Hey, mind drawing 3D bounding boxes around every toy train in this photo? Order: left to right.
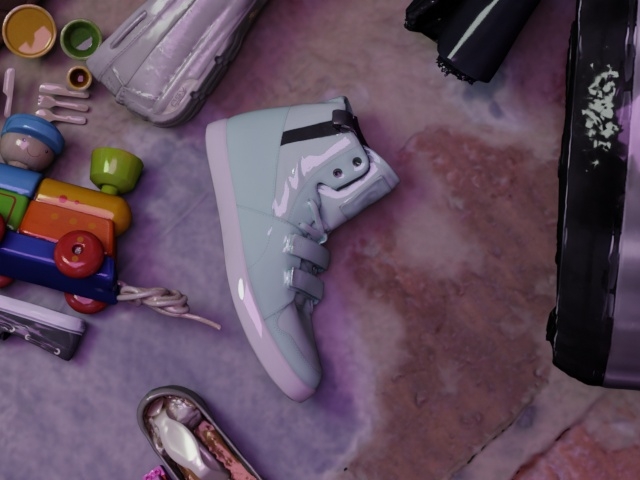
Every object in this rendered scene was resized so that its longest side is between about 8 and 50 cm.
[{"bbox_3d":[-0.186,-0.016,1.332,0.248,0.105,0.143,14,67,3],"label":"toy train"}]

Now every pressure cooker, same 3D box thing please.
[{"bbox_3d":[0.382,-0.062,1.109,0.420,0.370,0.376,5,78,8],"label":"pressure cooker"}]

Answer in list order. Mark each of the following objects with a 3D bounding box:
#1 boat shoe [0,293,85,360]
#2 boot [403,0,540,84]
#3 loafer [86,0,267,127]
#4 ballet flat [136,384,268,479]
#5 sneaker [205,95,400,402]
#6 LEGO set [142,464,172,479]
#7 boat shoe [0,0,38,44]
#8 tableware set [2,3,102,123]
[{"bbox_3d":[-0.277,0.069,1.349,0.142,0.049,0.040,15,85,8],"label":"boat shoe"},{"bbox_3d":[0.139,-0.268,1.300,0.207,0.094,0.246,-51,35,25],"label":"boot"},{"bbox_3d":[-0.083,-0.249,1.333,0.111,0.112,0.319,35,89,3],"label":"loafer"},{"bbox_3d":[-0.082,0.211,1.289,0.072,0.068,0.213,-41,79,1],"label":"ballet flat"},{"bbox_3d":[0.000,-0.001,1.290,0.151,0.094,0.256,-16,78,12],"label":"sneaker"},{"bbox_3d":[-0.116,0.305,1.268,0.087,0.093,0.227,-35,79,2],"label":"LEGO set"},{"bbox_3d":[-0.287,-0.259,1.387,0.257,0.095,0.095,-41,37,12],"label":"boat shoe"},{"bbox_3d":[-0.274,-0.159,1.361,0.154,0.024,0.104,8,97,-8],"label":"tableware set"}]
